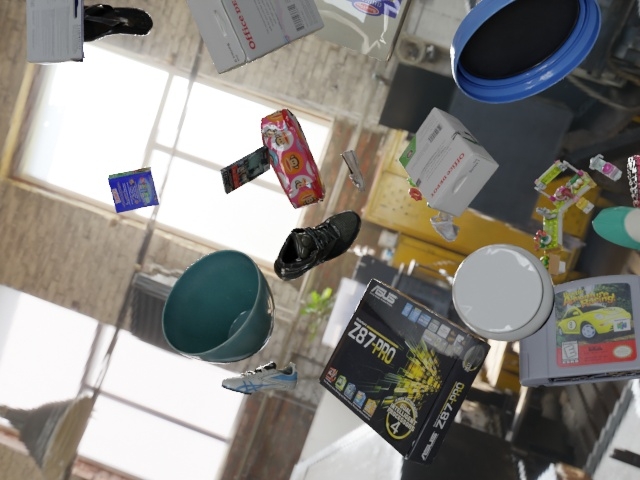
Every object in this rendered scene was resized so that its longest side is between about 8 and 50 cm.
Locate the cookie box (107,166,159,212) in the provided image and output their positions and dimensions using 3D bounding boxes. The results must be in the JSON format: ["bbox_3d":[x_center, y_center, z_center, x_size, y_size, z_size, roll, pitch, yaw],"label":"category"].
[{"bbox_3d":[-0.456,-0.124,1.762,0.040,0.107,0.092,-119,19,-66],"label":"cookie box"}]

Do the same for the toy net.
[{"bbox_3d":[0.305,-0.097,1.896,0.045,0.122,0.232,114,155,-44],"label":"toy net"}]

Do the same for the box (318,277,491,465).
[{"bbox_3d":[0.193,0.307,1.766,0.395,0.097,0.318,31,92,54],"label":"box"}]

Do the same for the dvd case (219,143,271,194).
[{"bbox_3d":[-0.162,-0.154,1.569,0.119,0.013,0.087,-31,-25,-16],"label":"dvd case"}]

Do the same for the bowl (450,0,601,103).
[{"bbox_3d":[0.524,-0.519,1.868,0.391,0.391,0.077,104,155,-56],"label":"bowl"}]

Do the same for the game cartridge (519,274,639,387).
[{"bbox_3d":[0.511,0.163,1.331,0.060,0.294,0.196,46,-138,-41],"label":"game cartridge"}]

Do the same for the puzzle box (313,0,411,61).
[{"bbox_3d":[0.027,-0.630,1.753,0.272,0.408,0.052,-69,-12,18],"label":"puzzle box"}]

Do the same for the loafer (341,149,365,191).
[{"bbox_3d":[0.092,-0.194,2.040,0.045,0.039,0.125,147,108,-72],"label":"loafer"}]

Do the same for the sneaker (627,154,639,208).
[{"bbox_3d":[0.798,-0.067,1.689,0.121,0.112,0.299,-80,-25,-54],"label":"sneaker"}]

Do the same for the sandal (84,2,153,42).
[{"bbox_3d":[-0.519,-0.538,1.736,0.254,0.097,0.054,-24,-13,-43],"label":"sandal"}]

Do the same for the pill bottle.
[{"bbox_3d":[0.309,0.090,1.212,0.162,0.162,0.278,-71,-20,1],"label":"pill bottle"}]

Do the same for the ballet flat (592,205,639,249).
[{"bbox_3d":[0.643,-0.016,1.348,0.087,0.247,0.083,95,-168,-79],"label":"ballet flat"}]

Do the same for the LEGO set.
[{"bbox_3d":[0.513,-0.066,1.559,0.287,0.107,0.132,-60,34,7],"label":"LEGO set"}]

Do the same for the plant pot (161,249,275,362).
[{"bbox_3d":[-0.229,0.196,1.840,0.195,0.290,0.290,48,-125,-47],"label":"plant pot"}]

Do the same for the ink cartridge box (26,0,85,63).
[{"bbox_3d":[-0.529,-0.477,1.478,0.045,0.224,0.223,-7,-77,-49],"label":"ink cartridge box"}]

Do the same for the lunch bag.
[{"bbox_3d":[-0.080,-0.238,2.143,0.258,0.120,0.293,-59,-53,-85],"label":"lunch bag"}]

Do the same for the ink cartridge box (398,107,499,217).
[{"bbox_3d":[0.293,-0.181,1.678,0.160,0.092,0.219,-56,35,25],"label":"ink cartridge box"}]

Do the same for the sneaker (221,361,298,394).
[{"bbox_3d":[-0.172,0.388,2.043,0.085,0.237,0.086,7,95,58],"label":"sneaker"}]

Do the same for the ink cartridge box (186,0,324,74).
[{"bbox_3d":[-0.114,-0.405,1.270,0.212,0.093,0.154,-39,-69,-41],"label":"ink cartridge box"}]

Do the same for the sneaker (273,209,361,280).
[{"bbox_3d":[0.000,0.000,1.571,0.227,0.087,0.130,-31,-11,-13],"label":"sneaker"}]
